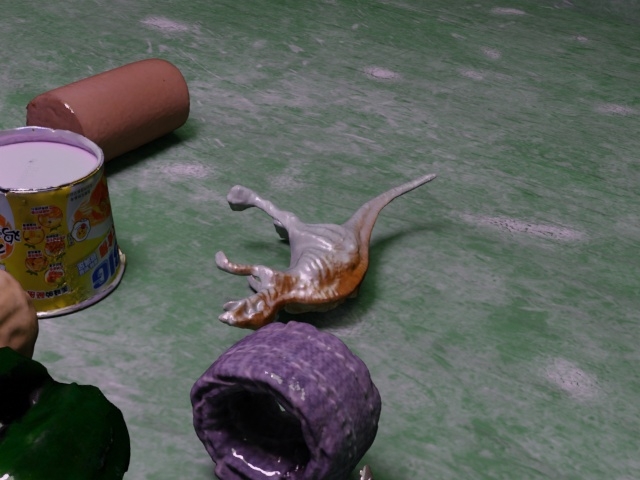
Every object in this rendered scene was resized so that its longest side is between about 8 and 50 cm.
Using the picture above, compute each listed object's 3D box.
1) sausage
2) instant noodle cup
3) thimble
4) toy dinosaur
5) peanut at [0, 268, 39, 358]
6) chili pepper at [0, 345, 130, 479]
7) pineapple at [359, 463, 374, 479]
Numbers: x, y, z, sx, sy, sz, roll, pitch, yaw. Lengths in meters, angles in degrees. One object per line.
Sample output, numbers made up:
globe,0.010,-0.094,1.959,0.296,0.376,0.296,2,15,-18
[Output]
sausage,-0.293,-0.188,1.317,0.123,0.123,0.253,22,35,24
instant noodle cup,-0.323,-0.030,1.018,0.205,0.153,0.205,5,29,-3
thimble,-0.028,0.149,0.781,0.150,0.150,0.098,20,32,22
toy dinosaur,0.000,0.000,1.090,0.393,0.092,0.205,-17,38,-37
peanut,-0.362,0.135,0.747,0.143,0.159,0.291,43,44,-7
chili pepper,-0.251,0.198,0.634,0.174,0.165,0.261,30,44,-3
pineapple,0.025,0.284,0.526,0.223,0.223,0.357,4,22,-5
